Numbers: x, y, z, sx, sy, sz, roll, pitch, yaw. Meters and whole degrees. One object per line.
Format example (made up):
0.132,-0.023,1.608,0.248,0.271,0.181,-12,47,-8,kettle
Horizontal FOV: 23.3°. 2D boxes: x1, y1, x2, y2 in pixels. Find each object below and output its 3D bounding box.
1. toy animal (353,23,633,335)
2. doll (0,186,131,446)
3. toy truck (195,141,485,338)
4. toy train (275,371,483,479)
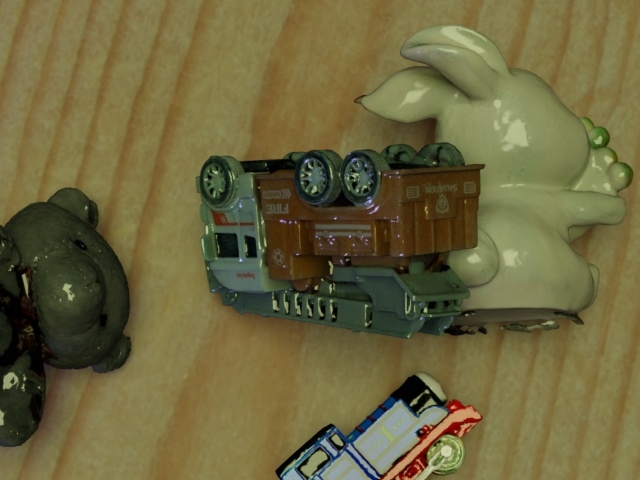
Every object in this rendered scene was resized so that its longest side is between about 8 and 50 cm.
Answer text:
0.181,-0.060,1.624,0.247,0.183,0.310,4,80,-34,toy animal
-0.302,0.084,1.542,0.158,0.340,0.246,-7,103,29,doll
0.000,0.000,1.553,0.133,0.338,0.184,-6,94,-44,toy truck
0.064,0.225,1.625,0.204,0.083,0.131,-41,80,-9,toy train
